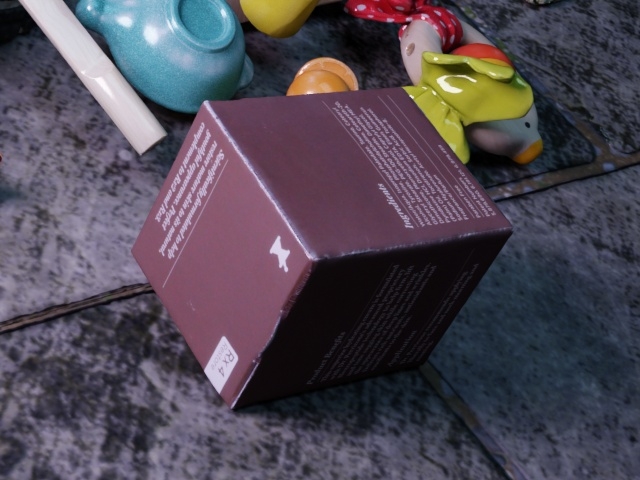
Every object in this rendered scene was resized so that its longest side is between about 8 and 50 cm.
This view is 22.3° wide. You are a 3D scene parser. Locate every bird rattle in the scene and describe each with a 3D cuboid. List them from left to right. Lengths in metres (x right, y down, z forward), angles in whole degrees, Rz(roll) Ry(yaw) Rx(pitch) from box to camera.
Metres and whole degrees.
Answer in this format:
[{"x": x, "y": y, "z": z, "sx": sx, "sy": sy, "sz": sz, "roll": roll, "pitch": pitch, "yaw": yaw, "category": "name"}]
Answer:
[{"x": 0.124, "y": -0.163, "z": 1.579, "sx": 0.207, "sy": 0.143, "sz": 0.253, "roll": 26, "pitch": 28, "yaw": -36, "category": "bird rattle"}]

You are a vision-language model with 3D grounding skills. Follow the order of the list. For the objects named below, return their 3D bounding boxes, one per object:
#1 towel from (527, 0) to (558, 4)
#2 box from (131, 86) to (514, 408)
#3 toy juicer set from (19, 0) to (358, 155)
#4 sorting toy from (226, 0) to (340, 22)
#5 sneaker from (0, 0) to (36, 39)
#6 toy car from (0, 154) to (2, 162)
[{"x": 0.256, "y": -0.322, "z": 1.893, "sx": 0.110, "sy": 0.027, "sz": 0.148, "roll": 45, "pitch": 40, "yaw": 21, "category": "towel"}, {"x": 0.000, "y": 0.000, "z": 1.243, "sx": 0.203, "sy": 0.168, "sz": 0.167, "roll": -8, "pitch": 52, "yaw": -39, "category": "box"}, {"x": -0.111, "y": -0.142, "z": 1.416, "sx": 0.329, "sy": 0.089, "sz": 0.209, "roll": -12, "pitch": 74, "yaw": -39, "category": "toy juicer set"}, {"x": -0.063, "y": -0.350, "z": 1.550, "sx": 0.255, "sy": 0.257, "sz": 0.089, "roll": -19, "pitch": 34, "yaw": -40, "category": "sorting toy"}, {"x": -0.348, "y": -0.250, "z": 1.326, "sx": 0.182, "sy": 0.158, "sz": 0.410, "roll": 34, "pitch": 35, "yaw": 14, "category": "sneaker"}, {"x": -0.305, "y": -0.067, "z": 1.219, "sx": 0.122, "sy": 0.060, "sz": 0.040, "roll": 21, "pitch": 6, "yaw": -22, "category": "toy car"}]
